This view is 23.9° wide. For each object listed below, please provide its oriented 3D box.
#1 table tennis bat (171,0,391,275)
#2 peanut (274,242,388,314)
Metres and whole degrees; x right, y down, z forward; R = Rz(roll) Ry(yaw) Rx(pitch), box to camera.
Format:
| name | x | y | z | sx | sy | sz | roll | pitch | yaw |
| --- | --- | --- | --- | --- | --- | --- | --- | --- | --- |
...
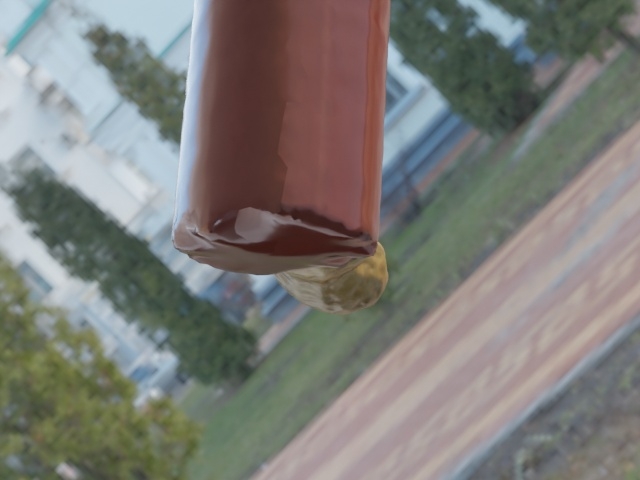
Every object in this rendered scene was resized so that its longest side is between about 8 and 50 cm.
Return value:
| name | x | y | z | sx | sy | sz | roll | pitch | yaw |
| --- | --- | --- | --- | --- | --- | --- | --- | --- | --- |
| table tennis bat | -0.001 | -0.193 | 0.435 | 0.268 | 0.051 | 0.414 | -26 | 57 | 59 |
| peanut | 0.002 | 0.001 | 1.104 | 0.089 | 0.089 | 0.193 | -46 | -23 | -5 |
